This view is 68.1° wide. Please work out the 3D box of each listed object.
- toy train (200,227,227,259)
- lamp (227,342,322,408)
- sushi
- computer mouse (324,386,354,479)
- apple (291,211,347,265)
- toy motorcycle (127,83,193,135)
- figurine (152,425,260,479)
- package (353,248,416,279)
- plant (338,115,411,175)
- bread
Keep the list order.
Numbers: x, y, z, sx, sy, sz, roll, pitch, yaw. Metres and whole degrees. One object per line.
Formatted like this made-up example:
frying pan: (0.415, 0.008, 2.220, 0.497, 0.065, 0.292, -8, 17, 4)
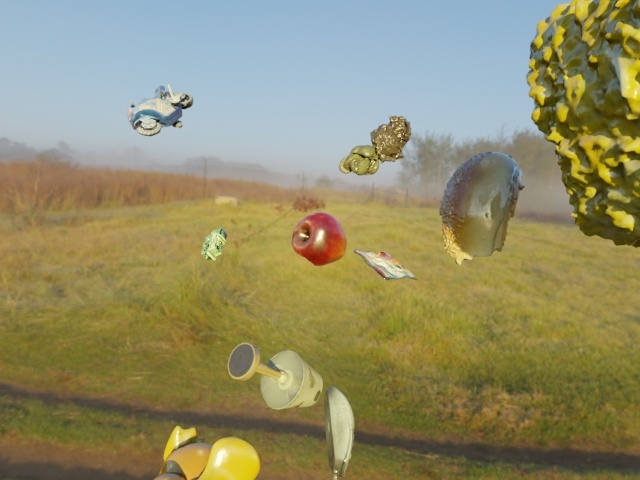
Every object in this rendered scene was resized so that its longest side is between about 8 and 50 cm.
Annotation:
toy train: (-0.259, 0.011, 1.153, 0.053, 0.083, 0.033, -22, -49, 20)
lamp: (-0.090, 0.279, 0.967, 0.121, 0.121, 0.214, 7, -22, 42)
sushi: (0.471, -0.156, 0.549, 0.396, 0.351, 0.240, -17, 3, -12)
computer mouse: (0.054, 0.480, 1.188, 0.068, 0.229, 0.113, 0, -33, -9)
apple: (0.007, -0.002, 1.459, 0.147, 0.156, 0.158, -29, -33, 37)
toy motorcycle: (-0.401, -0.319, 1.164, 0.114, 0.076, 0.205, 19, 46, 9)
figurine: (-0.208, 0.445, 0.829, 0.215, 0.215, 0.228, 1, -18, -34)
package: (0.224, 0.080, 1.583, 0.166, 0.040, 0.232, 41, 18, 34)
plant: (0.114, -0.181, 0.933, 0.174, 0.087, 0.085, -39, 30, -15)
bread: (0.373, -0.102, 1.099, 0.171, 0.192, 0.314, 17, 45, 22)
